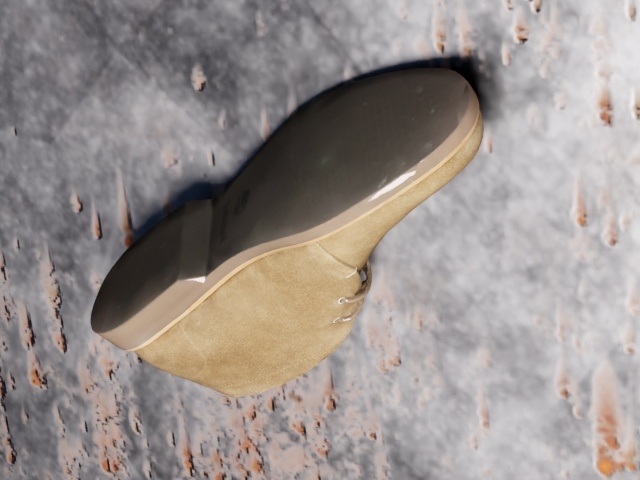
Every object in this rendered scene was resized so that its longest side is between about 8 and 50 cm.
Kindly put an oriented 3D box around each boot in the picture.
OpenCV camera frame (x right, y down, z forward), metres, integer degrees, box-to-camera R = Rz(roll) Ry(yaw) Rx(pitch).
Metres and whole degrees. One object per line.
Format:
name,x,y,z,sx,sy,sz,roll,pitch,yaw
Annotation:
boot,0.000,0.000,1.204,0.115,0.112,0.305,38,129,-25
